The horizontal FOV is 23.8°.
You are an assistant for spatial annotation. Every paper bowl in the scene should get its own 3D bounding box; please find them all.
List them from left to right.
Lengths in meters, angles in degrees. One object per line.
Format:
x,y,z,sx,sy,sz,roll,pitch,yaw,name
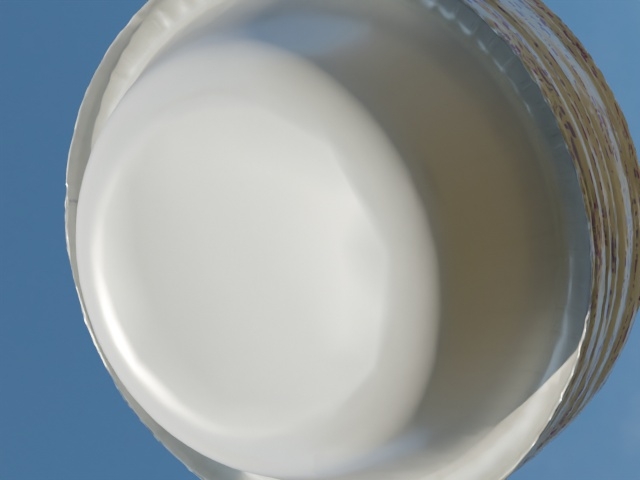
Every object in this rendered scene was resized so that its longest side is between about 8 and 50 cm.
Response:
0.000,0.000,0.725,0.148,0.284,0.284,-18,-77,-60,paper bowl
